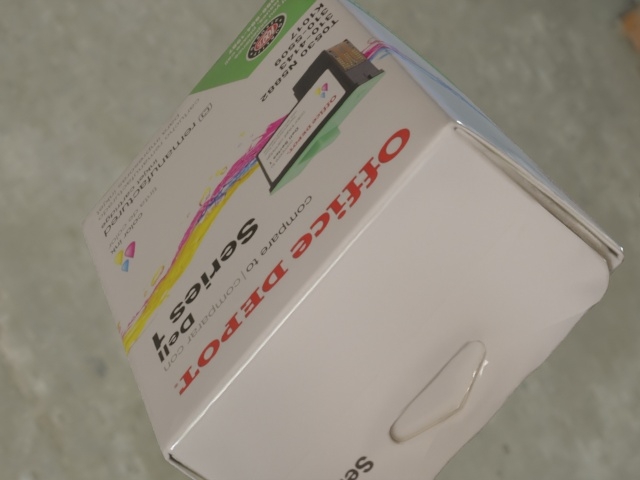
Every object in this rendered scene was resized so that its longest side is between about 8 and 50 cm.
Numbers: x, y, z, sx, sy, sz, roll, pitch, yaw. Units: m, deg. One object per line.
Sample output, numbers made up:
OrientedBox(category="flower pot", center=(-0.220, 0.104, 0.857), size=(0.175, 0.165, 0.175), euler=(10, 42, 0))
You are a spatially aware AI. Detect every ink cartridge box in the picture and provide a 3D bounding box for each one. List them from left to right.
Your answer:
OrientedBox(category="ink cartridge box", center=(0.000, 0.000, 0.914), size=(0.117, 0.201, 0.278), euler=(37, 9, -26))
